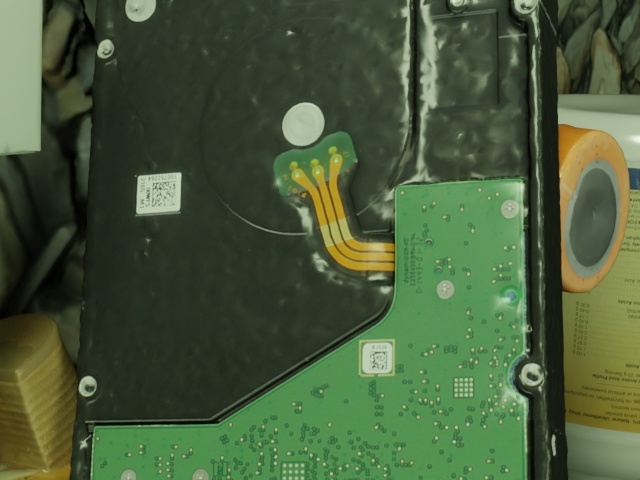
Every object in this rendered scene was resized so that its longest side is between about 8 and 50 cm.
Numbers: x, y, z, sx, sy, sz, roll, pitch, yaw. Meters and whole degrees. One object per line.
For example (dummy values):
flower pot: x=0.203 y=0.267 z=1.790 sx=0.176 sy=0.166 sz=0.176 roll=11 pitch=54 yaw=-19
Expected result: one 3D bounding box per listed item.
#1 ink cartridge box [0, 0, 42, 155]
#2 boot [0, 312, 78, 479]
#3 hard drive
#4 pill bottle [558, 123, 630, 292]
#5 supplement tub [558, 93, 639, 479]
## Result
ink cartridge box: x=-0.197 y=-0.121 z=0.568 sx=0.127 sy=0.128 sz=0.176 roll=-10 pitch=107 yaw=-51
boot: x=-0.191 y=0.190 z=0.675 sx=0.295 sy=0.104 sz=0.211 roll=-40 pitch=128 yaw=-45
hard drive: x=0.000 y=0.000 z=0.702 sx=0.064 sy=0.237 sz=0.339 roll=35 pitch=53 yaw=-67
pill bottle: x=0.048 y=-0.032 z=0.813 sx=0.130 sy=0.246 sz=0.130 roll=-18 pitch=112 yaw=-50
supplement tub: x=0.246 y=0.052 z=1.108 sx=0.228 sy=0.228 sz=0.316 roll=-12 pitch=108 yaw=-51
